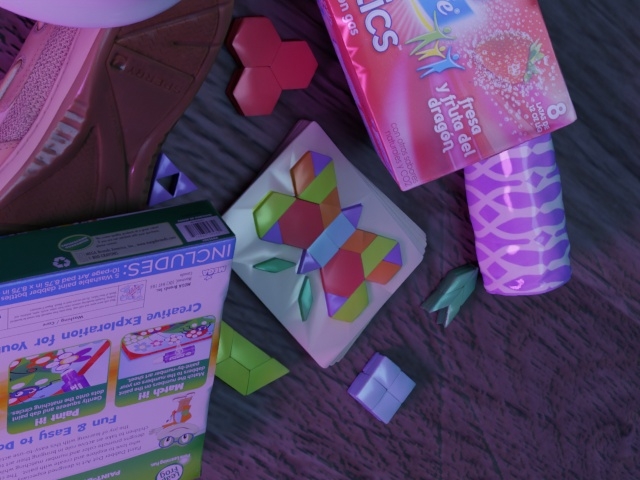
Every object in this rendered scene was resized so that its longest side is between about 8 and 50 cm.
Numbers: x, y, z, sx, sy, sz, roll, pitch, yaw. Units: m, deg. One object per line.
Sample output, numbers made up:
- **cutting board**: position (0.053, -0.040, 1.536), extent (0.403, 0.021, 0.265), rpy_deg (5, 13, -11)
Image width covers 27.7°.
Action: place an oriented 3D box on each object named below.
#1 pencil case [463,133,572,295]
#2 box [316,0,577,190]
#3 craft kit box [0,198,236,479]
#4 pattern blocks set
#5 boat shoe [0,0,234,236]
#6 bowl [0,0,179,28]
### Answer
- **pencil case**: position (0.170, -0.054, 1.133), extent (0.088, 0.086, 0.206), rpy_deg (-26, 113, -54)
- **box**: position (0.062, -0.208, 0.966), extent (0.142, 0.154, 0.300), rpy_deg (-22, 104, 0)
- **craft kit box**: position (-0.192, 0.101, 0.912), extent (0.250, 0.061, 0.246), rpy_deg (-11, 130, -28)
- **pattern blocks set**: position (0.000, 0.000, 1.079), extent (0.325, 0.026, 0.285), rpy_deg (32, 83, -30)
- **boat shoe**: position (-0.185, -0.065, 0.917), extent (0.122, 0.110, 0.341), rpy_deg (29, 96, -46)
- **bowl**: position (-0.124, -0.280, 0.740), extent (0.298, 0.134, 0.298), rpy_deg (12, 72, -42)
